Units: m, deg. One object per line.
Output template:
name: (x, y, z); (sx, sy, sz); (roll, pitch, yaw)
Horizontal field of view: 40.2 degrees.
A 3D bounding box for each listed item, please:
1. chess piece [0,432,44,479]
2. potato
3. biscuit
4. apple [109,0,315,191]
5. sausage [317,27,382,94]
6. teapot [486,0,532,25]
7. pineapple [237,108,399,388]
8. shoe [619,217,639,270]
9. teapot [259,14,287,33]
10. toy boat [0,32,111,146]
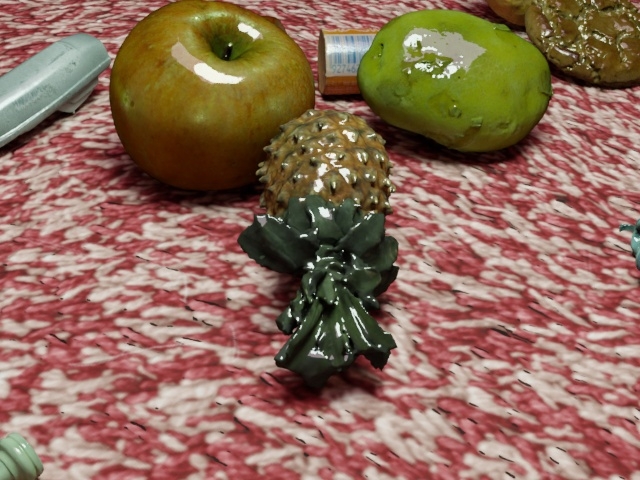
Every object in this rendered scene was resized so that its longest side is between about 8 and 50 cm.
chess piece: (-0.259, 0.189, 0.662); (0.042, 0.042, 0.093); (29, 48, 29)
potato: (0.173, -0.204, 1.112); (0.253, 0.148, 0.186); (-3, 47, -13)
biscuit: (0.420, -0.319, 1.335); (0.226, 0.042, 0.226); (7, 55, -10)
apple: (-0.130, -0.163, 1.025); (0.237, 0.207, 0.237); (10, 51, -12)
sausage: (0.152, -0.256, 1.237); (0.312, 0.093, 0.093); (-4, 38, -10)
teapot: (0.350, -0.468, 1.444); (0.311, 0.203, 0.167); (-19, 34, -20)
pineapple: (0.000, 0.000, 0.857); (0.170, 0.141, 0.310); (23, 40, -22)
shoe: (0.365, 0.018, 0.920); (0.071, 0.064, 0.143); (5, 35, -1)
teapot: (-0.096, -0.248, 1.206); (0.116, 0.116, 0.173); (12, 11, 10)
toy boat: (-0.371, -0.169, 1.099); (0.078, 0.085, 0.260); (25, 53, 26)
